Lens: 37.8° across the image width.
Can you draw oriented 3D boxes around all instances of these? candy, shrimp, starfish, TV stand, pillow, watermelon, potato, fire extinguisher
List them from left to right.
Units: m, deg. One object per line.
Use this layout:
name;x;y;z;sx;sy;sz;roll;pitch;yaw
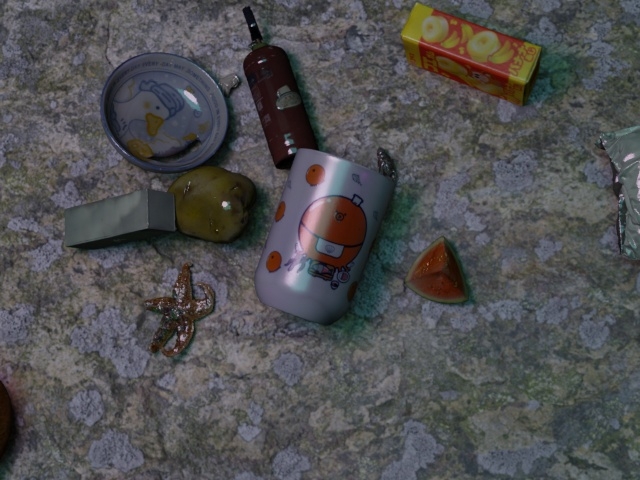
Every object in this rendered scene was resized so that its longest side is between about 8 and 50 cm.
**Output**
TV stand;-0.427;-0.042;1.985;0.269;0.083;0.088;-9;78;38
starfish;-0.305;0.148;2.013;0.150;0.053;0.209;8;79;0
potato;-0.230;-0.077;1.972;0.200;0.137;0.154;5;50;29
fire extinguisher;-0.102;-0.331;1.990;0.102;0.138;0.344;-19;79;5
shrimp;0.140;-0.152;1.973;0.038;0.029;0.092;-4;86;2
watermelon;0.250;0.071;1.882;0.135;0.094;0.125;40;83;10
candy;0.308;-0.379;1.914;0.276;0.146;0.088;23;85;15
pillow;0.703;-0.107;1.794;0.310;0.138;0.283;-12;80;6

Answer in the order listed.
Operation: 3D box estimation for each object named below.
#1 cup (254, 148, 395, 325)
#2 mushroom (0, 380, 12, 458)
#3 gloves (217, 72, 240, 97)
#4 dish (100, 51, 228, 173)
cup;0.000;0.000;1.885;0.212;0.212;0.317;19;88;13
mushroom;-0.826;0.383;2.001;0.345;0.239;0.345;-11;67;28
gloves;-0.207;-0.346;2.070;0.081;0.037;0.044;-51;40;6
dish;-0.345;-0.256;2.031;0.273;0.134;0.273;6;70;-17
